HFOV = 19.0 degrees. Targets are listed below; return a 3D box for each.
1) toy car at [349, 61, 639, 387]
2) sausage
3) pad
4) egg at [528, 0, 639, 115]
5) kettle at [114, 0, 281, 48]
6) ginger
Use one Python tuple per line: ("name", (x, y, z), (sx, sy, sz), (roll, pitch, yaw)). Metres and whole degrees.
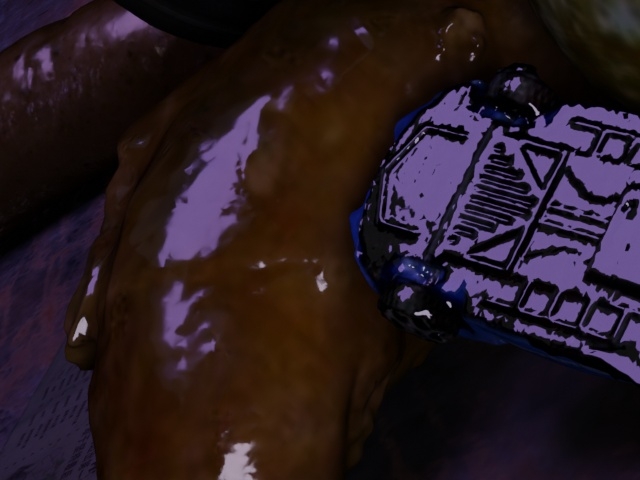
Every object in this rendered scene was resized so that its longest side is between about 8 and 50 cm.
("toy car", (0.102, 0.006, 0.645), (0.216, 0.063, 0.103), (18, 76, 43))
("sausage", (-0.277, -0.049, 1.507), (0.500, 0.123, 0.136), (-32, 47, 16))
("pad", (-0.116, 0.073, 1.077), (0.159, 0.009, 0.265), (-30, 19, 24))
("egg", (0.192, -0.164, 0.681), (0.289, 0.238, 0.238), (-58, 19, 1))
("kettle", (0.004, -0.265, 0.812), (0.324, 0.228, 0.321), (137, 149, -78))
("ginger", (0.000, 0.000, 0.791), (0.172, 0.165, 0.321), (25, 69, 31))
